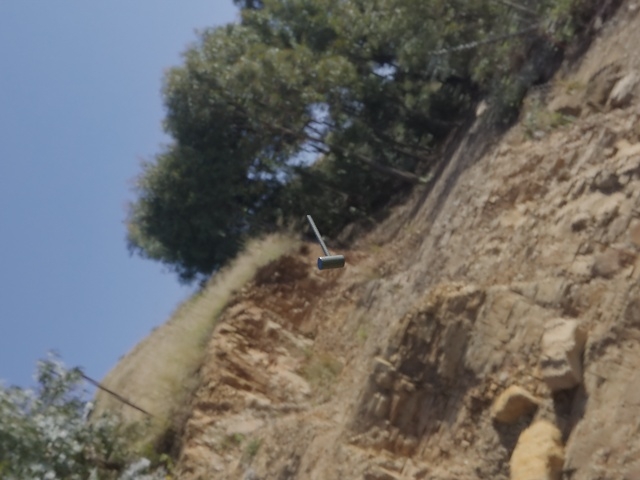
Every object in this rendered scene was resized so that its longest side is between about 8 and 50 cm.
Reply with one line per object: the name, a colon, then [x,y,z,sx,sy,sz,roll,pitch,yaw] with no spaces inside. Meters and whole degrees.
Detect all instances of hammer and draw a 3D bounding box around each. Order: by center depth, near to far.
hammer: [0.000,0.000,1.107,0.019,0.035,0.110,105,151,-42]
